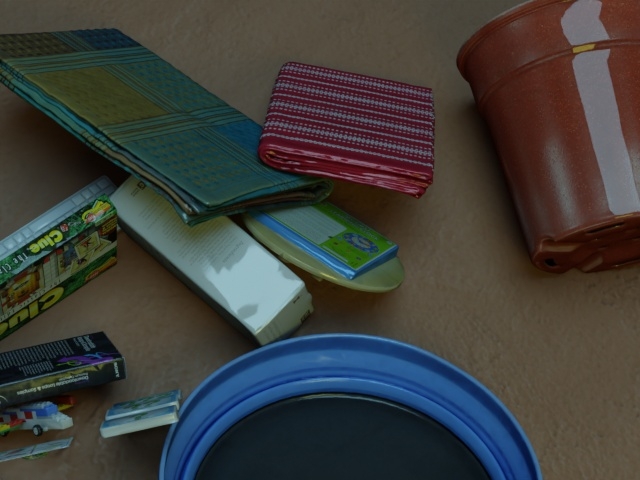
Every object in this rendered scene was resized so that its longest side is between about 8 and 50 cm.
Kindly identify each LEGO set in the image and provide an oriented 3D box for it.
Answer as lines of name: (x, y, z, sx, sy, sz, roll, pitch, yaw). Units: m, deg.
LEGO set: (-0.266, 0.176, 1.545, 0.244, 0.182, 0.060, -13, 94, -3)

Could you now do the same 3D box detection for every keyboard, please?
keyboard: (-0.327, 0.015, 1.723, 0.256, 0.014, 0.072, -35, 72, -22)

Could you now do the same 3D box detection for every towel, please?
towel: (0.035, -0.135, 1.763, 0.199, 0.031, 0.275, 11, 28, -1)
towel: (-0.189, -0.136, 1.698, 0.370, 0.040, 0.271, 35, 25, 24)

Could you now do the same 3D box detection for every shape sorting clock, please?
shape sorting clock: (0.000, 0.000, 1.700, 0.206, 0.040, 0.206, 21, 24, -10)

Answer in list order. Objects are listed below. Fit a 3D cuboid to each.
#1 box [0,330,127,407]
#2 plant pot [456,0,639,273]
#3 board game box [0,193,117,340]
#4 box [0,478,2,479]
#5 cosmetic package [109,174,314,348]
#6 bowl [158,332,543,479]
box: (-0.296, 0.139, 1.608, 0.162, 0.116, 0.029, -13, 105, -15)
plant pot: (0.317, -0.116, 1.749, 0.272, 0.272, 0.265, -7, 72, -11)
board game box: (-0.330, 0.056, 1.632, 0.259, 0.136, 0.030, -35, 75, -22)
box: (-0.364, 0.281, 1.520, 0.114, 0.036, 0.207, -40, 49, -23)
cosmetic package: (-0.121, 0.019, 1.678, 0.231, 0.117, 0.085, 41, 81, 17)
bowl: (0.029, 0.262, 1.545, 0.391, 0.077, 0.391, 4, 44, -3)
